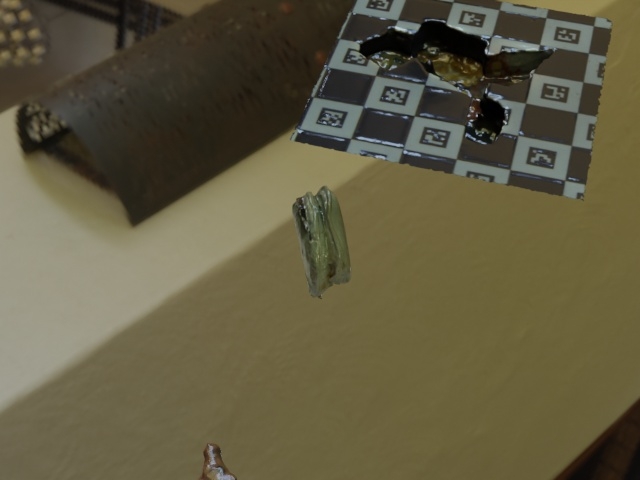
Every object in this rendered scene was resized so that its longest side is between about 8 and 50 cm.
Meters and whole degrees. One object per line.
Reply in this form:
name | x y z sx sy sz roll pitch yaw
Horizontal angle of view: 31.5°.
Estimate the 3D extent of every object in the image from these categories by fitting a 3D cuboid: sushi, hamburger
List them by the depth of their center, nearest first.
sushi | 0.174 -0.181 1.426 0.343 0.359 0.064 12 -44 10
hamburger | 0.000 0.000 1.502 0.133 0.062 0.140 95 -18 -67

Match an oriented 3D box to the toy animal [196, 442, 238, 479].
toy animal | -0.207 0.244 0.963 0.229 0.224 0.066 19 -31 9
